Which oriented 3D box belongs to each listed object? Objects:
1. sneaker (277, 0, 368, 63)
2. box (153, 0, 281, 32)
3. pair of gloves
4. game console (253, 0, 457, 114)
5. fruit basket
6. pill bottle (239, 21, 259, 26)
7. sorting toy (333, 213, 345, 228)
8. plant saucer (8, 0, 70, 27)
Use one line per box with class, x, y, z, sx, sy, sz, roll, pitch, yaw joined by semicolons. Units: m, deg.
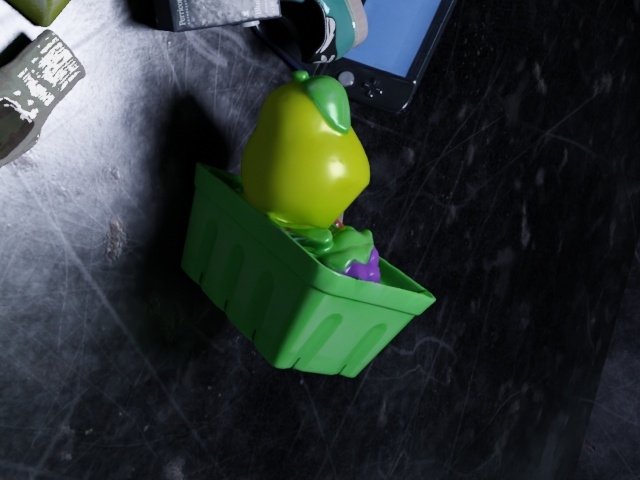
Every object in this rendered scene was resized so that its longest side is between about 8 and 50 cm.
sneaker;-0.042;-0.402;1.013;0.121;0.108;0.302;-40;108;-34
box;-0.148;-0.370;0.937;0.158;0.093;0.156;-16;115;-22
pair of gloves;-0.409;-0.194;0.785;0.240;0.042;0.204;43;74;-43
game console;0.072;-0.395;1.142;0.293;0.250;0.173;-65;164;-8
fruit basket;-0.017;-0.040;1.001;0.283;0.392;0.392;18;89;-44
pill bottle;-0.113;-0.364;1.041;0.043;0.043;0.083;-30;123;-37
sorting toy;0.000;0.000;1.275;0.132;0.046;0.274;-4;105;-46
plant saucer;-0.320;-0.365;0.780;0.188;0.045;0.188;-51;133;-1
